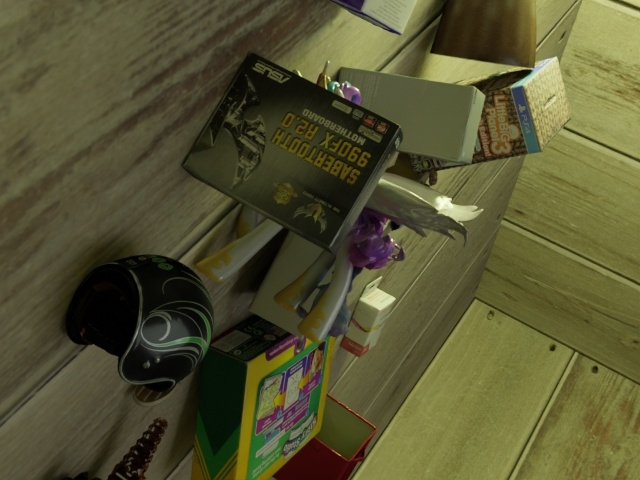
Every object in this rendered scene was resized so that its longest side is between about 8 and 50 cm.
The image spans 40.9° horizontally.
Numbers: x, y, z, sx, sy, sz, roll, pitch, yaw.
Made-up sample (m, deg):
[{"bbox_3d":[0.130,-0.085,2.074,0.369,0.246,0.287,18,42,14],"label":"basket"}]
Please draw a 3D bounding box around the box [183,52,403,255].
[{"bbox_3d":[-0.036,-0.115,1.122,0.183,0.231,0.056,-59,165,-7],"label":"box"}]

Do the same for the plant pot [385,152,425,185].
[{"bbox_3d":[0.200,-0.151,1.954,0.081,0.083,0.081,-38,150,-54],"label":"plant pot"}]

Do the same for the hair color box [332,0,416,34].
[{"bbox_3d":[0.116,-0.479,1.207,0.339,0.110,0.185,-64,161,13],"label":"hair color box"}]

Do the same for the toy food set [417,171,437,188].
[{"bbox_3d":[0.239,-0.121,1.933,0.122,0.019,0.078,-26,140,-61],"label":"toy food set"}]

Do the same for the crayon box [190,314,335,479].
[{"bbox_3d":[-0.102,0.295,1.657,0.363,0.106,0.313,-27,130,-59],"label":"crayon box"}]

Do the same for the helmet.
[{"bbox_3d":[-0.212,0.103,1.070,0.161,0.169,0.169,19,100,-55],"label":"helmet"}]

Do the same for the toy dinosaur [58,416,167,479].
[{"bbox_3d":[-0.341,0.407,1.268,0.218,0.164,0.322,102,1,-79],"label":"toy dinosaur"}]

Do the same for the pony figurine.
[{"bbox_3d":[0.037,-0.040,1.283,0.363,0.351,0.303,-60,174,9],"label":"pony figurine"}]

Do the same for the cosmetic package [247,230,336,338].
[{"bbox_3d":[0.000,0.000,1.505,0.309,0.113,0.160,-61,179,8],"label":"cosmetic package"}]

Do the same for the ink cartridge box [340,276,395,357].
[{"bbox_3d":[0.136,0.206,2.330,0.115,0.067,0.198,-27,141,-60],"label":"ink cartridge box"}]

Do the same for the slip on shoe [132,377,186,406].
[{"bbox_3d":[-0.245,0.220,1.344,0.135,0.051,0.041,-50,171,-50],"label":"slip on shoe"}]

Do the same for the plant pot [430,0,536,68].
[{"bbox_3d":[0.346,-0.478,1.732,0.215,0.215,0.230,-21,122,-64],"label":"plant pot"}]

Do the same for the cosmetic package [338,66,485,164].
[{"bbox_3d":[0.144,-0.208,1.435,0.107,0.238,0.127,-4,108,-71],"label":"cosmetic package"}]

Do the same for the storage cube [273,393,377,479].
[{"bbox_3d":[0.000,0.544,2.231,0.183,0.215,0.193,-31,151,-59],"label":"storage cube"}]

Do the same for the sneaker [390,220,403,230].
[{"bbox_3d":[0.204,-0.064,2.166,0.069,0.038,0.098,-34,147,-57],"label":"sneaker"}]

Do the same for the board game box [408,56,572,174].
[{"bbox_3d":[0.351,-0.264,1.830,0.232,0.291,0.141,-40,116,-51],"label":"board game box"}]

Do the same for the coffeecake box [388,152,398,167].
[{"bbox_3d":[0.100,-0.200,1.636,0.185,0.068,0.142,-31,146,-57],"label":"coffeecake box"}]
